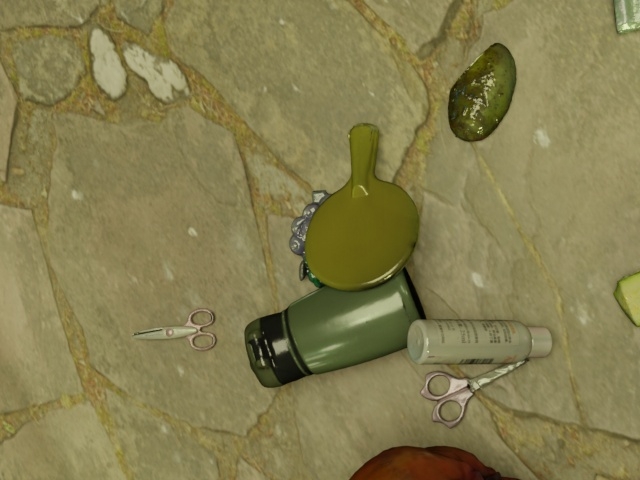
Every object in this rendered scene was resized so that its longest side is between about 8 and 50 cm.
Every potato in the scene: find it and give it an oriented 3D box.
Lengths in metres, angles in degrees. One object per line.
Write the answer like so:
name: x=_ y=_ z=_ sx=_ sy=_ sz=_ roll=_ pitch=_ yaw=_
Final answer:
potato: x=0.308 y=-0.286 z=1.953 sx=0.119 sy=0.054 sz=0.198 roll=34 pitch=92 yaw=18

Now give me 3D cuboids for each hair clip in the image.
hair clip: x=0.001 y=0.000 z=2.006 sx=0.124 sy=0.052 sz=0.195 roll=-6 pitch=89 yaw=8

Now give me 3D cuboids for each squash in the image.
squash: x=0.622 y=0.066 z=1.817 sx=0.200 sy=0.075 sz=0.090 roll=-36 pitch=50 yaw=6

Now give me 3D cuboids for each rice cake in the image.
rice cake: x=0.597 y=-0.507 z=1.909 sx=0.127 sy=0.043 sz=0.237 roll=-6 pitch=81 yaw=15

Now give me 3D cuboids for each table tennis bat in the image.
table tennis bat: x=0.077 y=-0.066 z=1.916 sx=0.224 sy=0.054 sz=0.369 roll=-12 pitch=55 yaw=19

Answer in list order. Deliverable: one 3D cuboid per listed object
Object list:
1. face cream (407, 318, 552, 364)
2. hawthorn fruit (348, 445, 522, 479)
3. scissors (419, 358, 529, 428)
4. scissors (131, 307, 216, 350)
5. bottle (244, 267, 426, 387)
face cream: x=0.289 y=0.181 z=1.826 sx=0.269 sy=0.082 sz=0.082 roll=3 pitch=83 yaw=-21
hawthorn fruit: x=0.198 y=0.570 z=1.689 sx=0.471 sy=0.472 sz=0.472 roll=-2 pitch=83 yaw=14
scissors: x=0.290 y=0.265 z=1.906 sx=0.212 sy=0.021 sz=0.110 roll=-27 pitch=74 yaw=10
scissors: x=-0.296 y=0.184 z=2.066 sx=0.176 sy=0.022 sz=0.085 roll=-5 pitch=85 yaw=11
bottle: x=0.018 y=0.165 z=1.912 sx=0.347 sy=0.168 sz=0.168 roll=-22 pitch=79 yaw=11
